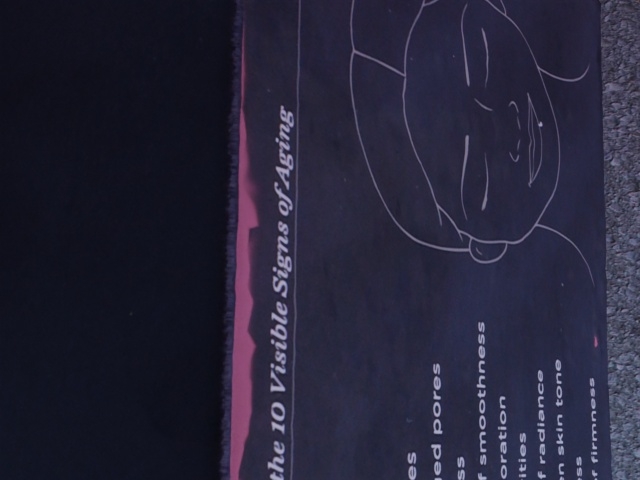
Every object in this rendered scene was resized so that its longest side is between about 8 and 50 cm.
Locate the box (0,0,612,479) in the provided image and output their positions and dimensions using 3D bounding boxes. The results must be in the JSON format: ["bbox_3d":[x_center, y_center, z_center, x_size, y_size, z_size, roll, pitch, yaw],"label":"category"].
[{"bbox_3d":[-0.027,0.015,0.821,0.472,0.297,0.480,16,72,-56],"label":"box"}]
